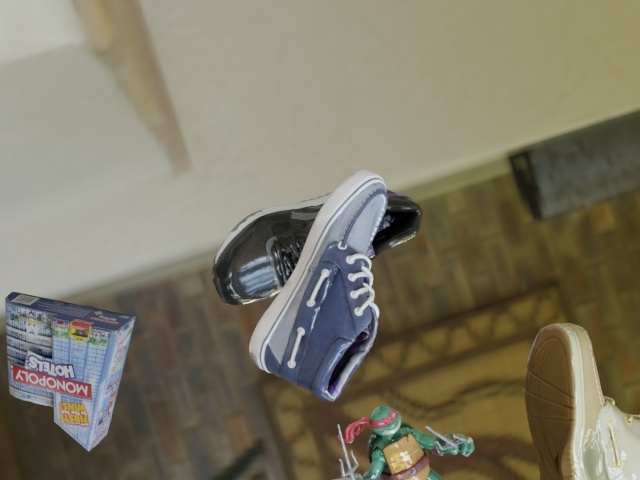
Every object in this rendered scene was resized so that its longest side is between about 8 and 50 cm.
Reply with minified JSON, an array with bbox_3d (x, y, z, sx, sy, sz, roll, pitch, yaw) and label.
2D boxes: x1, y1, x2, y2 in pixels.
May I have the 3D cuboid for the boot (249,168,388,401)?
[{"bbox_3d":[0.024,0.038,1.450,0.086,0.190,0.069,27,-3,33],"label":"boot"}]

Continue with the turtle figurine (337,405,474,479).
[{"bbox_3d":[0.115,0.291,2.245,0.234,0.175,0.118,62,3,-21],"label":"turtle figurine"}]

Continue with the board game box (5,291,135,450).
[{"bbox_3d":[-0.352,0.184,2.415,0.060,0.194,0.194,-41,137,-60],"label":"board game box"}]

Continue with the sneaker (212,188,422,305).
[{"bbox_3d":[0.000,0.000,2.192,0.124,0.283,0.107,11,-57,56],"label":"sneaker"}]

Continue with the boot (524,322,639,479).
[{"bbox_3d":[0.330,0.192,1.857,0.095,0.203,0.262,18,-59,65],"label":"boot"}]

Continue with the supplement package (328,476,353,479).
[{"bbox_3d":[-0.003,0.369,1.834,0.194,0.149,0.203,-179,-99,-77],"label":"supplement package"}]
